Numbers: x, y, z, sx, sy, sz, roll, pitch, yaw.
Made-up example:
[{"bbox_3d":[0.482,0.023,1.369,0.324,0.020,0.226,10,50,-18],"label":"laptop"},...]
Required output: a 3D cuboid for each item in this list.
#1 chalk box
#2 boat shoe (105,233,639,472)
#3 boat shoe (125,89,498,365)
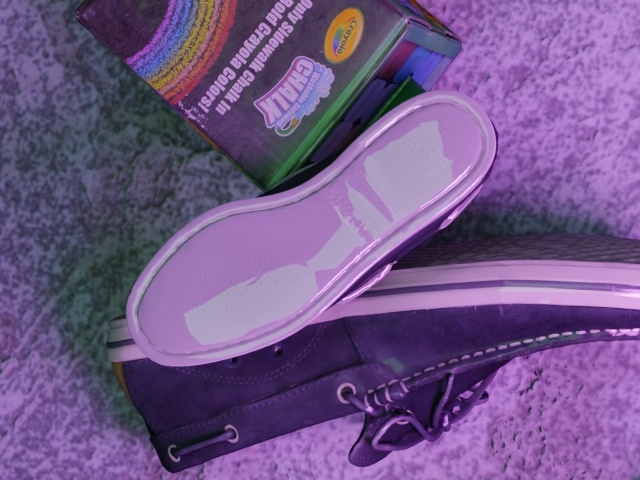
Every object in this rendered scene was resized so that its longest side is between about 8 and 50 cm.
[{"bbox_3d":[-0.014,-0.146,1.339,0.289,0.179,0.180,43,103,13],"label":"chalk box"},{"bbox_3d":[0.062,0.091,1.317,0.500,0.187,0.156,-11,92,24],"label":"boat shoe"},{"bbox_3d":[0.000,0.000,1.225,0.302,0.091,0.114,-28,80,5],"label":"boat shoe"}]
